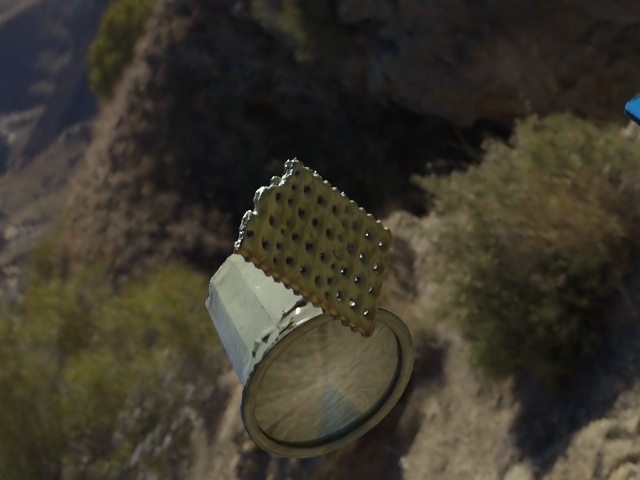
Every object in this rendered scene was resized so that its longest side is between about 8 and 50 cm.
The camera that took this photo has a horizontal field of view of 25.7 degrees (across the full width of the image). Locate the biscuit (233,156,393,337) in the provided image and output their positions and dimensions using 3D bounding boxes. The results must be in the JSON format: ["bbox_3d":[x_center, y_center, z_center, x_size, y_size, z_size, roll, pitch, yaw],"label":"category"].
[{"bbox_3d":[-0.001,0.000,1.435,0.016,0.203,0.144,-15,49,42],"label":"biscuit"}]

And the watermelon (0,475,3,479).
[{"bbox_3d":[-0.328,0.153,1.182,0.207,0.202,0.136,-14,62,33],"label":"watermelon"}]

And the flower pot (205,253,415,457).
[{"bbox_3d":[-0.027,0.102,1.603,0.212,0.212,0.202,-59,41,23],"label":"flower pot"}]

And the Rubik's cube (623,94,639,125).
[{"bbox_3d":[0.429,-0.160,1.278,0.284,0.250,0.234,-11,-51,-50],"label":"Rubik's cube"}]
